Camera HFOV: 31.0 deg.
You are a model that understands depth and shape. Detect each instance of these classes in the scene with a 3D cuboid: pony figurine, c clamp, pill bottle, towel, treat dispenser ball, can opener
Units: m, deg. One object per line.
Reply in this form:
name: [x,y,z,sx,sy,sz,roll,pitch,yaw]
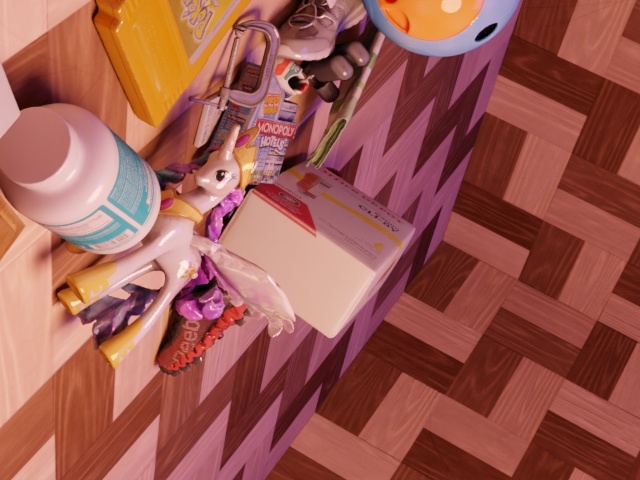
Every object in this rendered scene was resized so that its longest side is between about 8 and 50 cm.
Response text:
pony figurine: [-0.211,0.021,1.744,0.363,0.303,0.351,-39,149,-21]
c clamp: [-0.124,-0.275,1.813,0.137,0.022,0.161,17,93,-41]
pill bottle: [-0.299,-0.078,1.411,0.146,0.146,0.264,-60,166,-7]
towel: [0.064,-0.313,2.222,0.325,0.038,0.248,-67,-174,-24]
treat dispenser ball: [0.205,-0.459,1.968,0.288,0.288,0.288,-55,164,-24]
can opener: [0.032,-0.299,2.071,0.076,0.095,0.283,-41,-165,-7]

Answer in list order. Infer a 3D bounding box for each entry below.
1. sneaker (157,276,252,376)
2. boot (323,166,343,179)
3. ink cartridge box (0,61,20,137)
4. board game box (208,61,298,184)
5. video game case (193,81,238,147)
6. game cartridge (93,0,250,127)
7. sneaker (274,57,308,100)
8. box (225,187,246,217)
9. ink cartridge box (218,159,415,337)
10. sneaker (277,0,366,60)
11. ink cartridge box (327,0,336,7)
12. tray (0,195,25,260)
sneaker: [-0.230,0.142,2.164,0.276,0.135,0.098,-43,-172,26]
boot: [-0.028,-0.053,2.526,0.236,0.085,0.179,-48,159,-63]
ink cartridge box: [-0.376,-0.149,1.047,0.127,0.128,0.176,-55,163,-26]
board game box: [-0.100,-0.193,1.937,0.194,0.060,0.194,0,110,-59]
video game case: [-0.165,-0.210,1.904,0.122,0.011,0.087,-40,154,-55]
game cartridge: [-0.171,-0.345,1.555,0.324,0.052,0.285,-59,165,-17]
sneaker: [-0.060,-0.266,2.032,0.057,0.075,0.161,-55,164,-24]
box: [-0.169,-0.092,2.022,0.062,0.052,0.083,-57,164,-24]
ink cartridge box: [0.000,0.000,2.240,0.160,0.279,0.384,-58,173,19]
sneaker: [-0.009,-0.397,1.977,0.281,0.105,0.115,-54,149,-47]
ink cartridge box: [-0.003,-0.464,1.857,0.104,0.061,0.181,-61,160,-8]
tray: [-0.488,0.100,1.232,0.411,0.076,0.203,-59,166,-16]
